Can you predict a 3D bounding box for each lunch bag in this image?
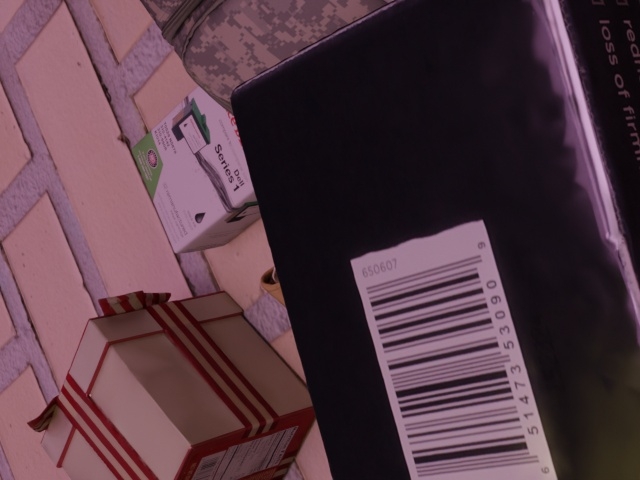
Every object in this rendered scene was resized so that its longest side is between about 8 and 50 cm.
[{"bbox_3d":[-0.028,-0.284,1.303,0.305,0.212,0.256,-37,86,41],"label":"lunch bag"}]

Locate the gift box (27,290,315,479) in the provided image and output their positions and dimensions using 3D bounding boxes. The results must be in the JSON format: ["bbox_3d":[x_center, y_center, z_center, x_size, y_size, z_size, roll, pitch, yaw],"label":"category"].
[{"bbox_3d":[-0.198,0.215,1.508,0.258,0.276,0.255,45,120,30],"label":"gift box"}]

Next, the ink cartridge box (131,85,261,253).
[{"bbox_3d":[-0.119,-0.104,1.491,0.219,0.092,0.160,-36,73,42],"label":"ink cartridge box"}]

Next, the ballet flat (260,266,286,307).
[{"bbox_3d":[0.000,0.000,1.397,0.073,0.080,0.232,30,127,-8],"label":"ballet flat"}]

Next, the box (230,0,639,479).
[{"bbox_3d":[0.244,0.054,0.906,0.297,0.472,0.480,-19,84,45],"label":"box"}]
